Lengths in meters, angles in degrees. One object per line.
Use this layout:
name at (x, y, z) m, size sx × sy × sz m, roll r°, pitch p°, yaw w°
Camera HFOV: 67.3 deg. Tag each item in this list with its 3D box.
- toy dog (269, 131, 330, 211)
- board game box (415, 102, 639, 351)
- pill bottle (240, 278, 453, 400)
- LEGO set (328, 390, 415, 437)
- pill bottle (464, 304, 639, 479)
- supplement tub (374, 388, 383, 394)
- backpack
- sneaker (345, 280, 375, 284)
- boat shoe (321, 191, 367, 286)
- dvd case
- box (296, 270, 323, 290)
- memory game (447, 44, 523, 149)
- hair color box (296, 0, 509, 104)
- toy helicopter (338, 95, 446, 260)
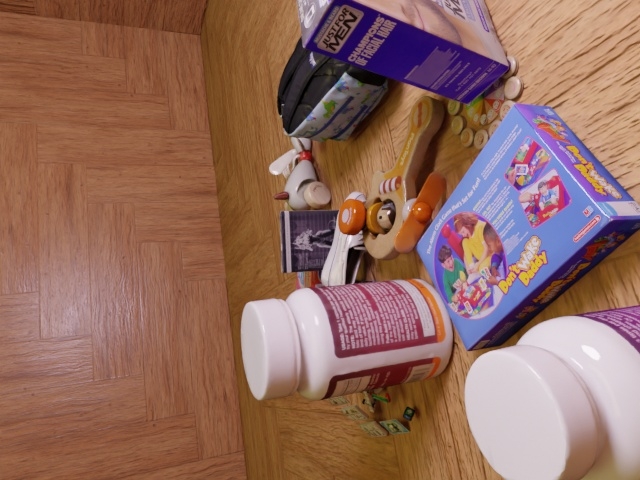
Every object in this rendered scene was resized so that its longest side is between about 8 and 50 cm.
toy dog at (-0.091, -0.222, 1.542) m, size 0.220 × 0.161 × 0.333 m, roll -54°, pitch 45°, yaw 35°
board game box at (0.302, -0.007, 0.780) m, size 0.347 × 0.078 × 0.233 m, roll 115°, pitch 145°, yaw -47°
pill bottle at (0.049, 0.202, 0.992) m, size 0.224 × 0.393 × 0.223 m, roll 178°, pitch 90°, yaw -67°
LEGO set at (0.132, 0.407, 1.194) m, size 0.182 × 0.060 × 0.244 m, roll 41°, pitch 145°, yaw -3°
pill bottle at (0.309, 0.155, 0.499) m, size 0.169 × 0.302 × 0.169 m, roll 177°, pitch 90°, yaw -67°
supplement tub at (0.117, 0.358, 1.262) m, size 0.107 × 0.071 × 0.070 m, roll -177°, pitch 85°, yaw -66°
backpack at (0.023, -0.400, 1.212) m, size 0.356 × 0.274 × 0.289 m, roll -37°, pitch 59°, yaw 37°
sneaker at (0.092, 0.138, 1.284) m, size 0.188 × 0.078 × 0.066 m, roll -179°, pitch 88°, yaw -64°
boat shoe at (0.083, 0.007, 1.244) m, size 0.088 × 0.096 × 0.267 m, roll 16°, pitch 82°, yaw 38°
dvd case at (0.000, 0.000, 1.300) m, size 0.018 × 0.222 × 0.164 m, roll -179°, pitch 87°, yaw -69°
box at (0.008, 0.091, 1.410) m, size 0.123 × 0.128 × 0.256 m, roll -146°, pitch 56°, yaw -62°
memory game at (0.289, -0.255, 0.865) m, size 0.186 × 0.012 × 0.186 m, roll 177°, pitch 90°, yaw -66°
hair color box at (0.131, -0.361, 0.777) m, size 0.110 × 0.339 × 0.185 m, roll -43°, pitch 48°, yaw 51°
toy helicopter at (0.176, -0.120, 1.004) m, size 0.235 × 0.140 × 0.354 m, roll -126°, pitch 50°, yaw -60°
